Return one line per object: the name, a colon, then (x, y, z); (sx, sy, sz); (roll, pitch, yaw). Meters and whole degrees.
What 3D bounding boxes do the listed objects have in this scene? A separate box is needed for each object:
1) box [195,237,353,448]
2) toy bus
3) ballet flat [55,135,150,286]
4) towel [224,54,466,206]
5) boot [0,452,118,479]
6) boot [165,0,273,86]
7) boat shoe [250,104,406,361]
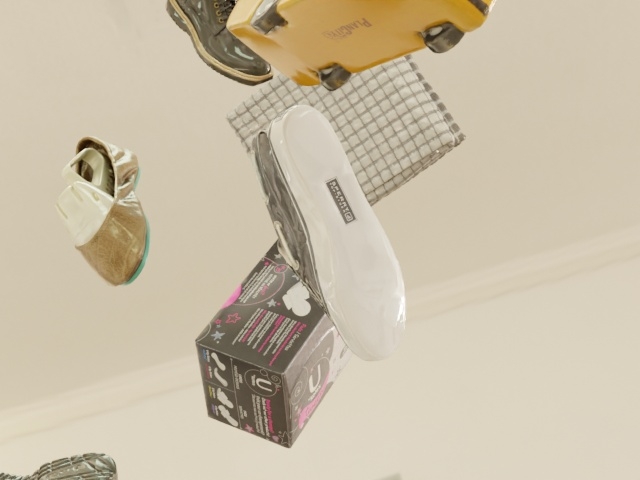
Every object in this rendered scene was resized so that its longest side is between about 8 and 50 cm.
box: (-0.045, 0.137, 1.673); (0.247, 0.142, 0.163); (-52, -30, -40)
toy bus: (0.037, -0.232, 1.108); (0.108, 0.130, 0.332); (37, -21, -23)
ballet flat: (-0.322, -0.058, 1.731); (0.124, 0.342, 0.116); (38, -70, -27)
towel: (0.037, -0.161, 1.749); (0.283, 0.235, 0.121); (-34, -4, 22)
boot: (-0.304, 0.310, 1.194); (0.246, 0.083, 0.161); (-7, -67, 0)
boot: (-0.123, -0.307, 1.545); (0.076, 0.198, 0.137); (-28, -26, -41)
boat shoe: (0.000, 0.000, 1.366); (0.108, 0.301, 0.102); (-24, 0, -41)
